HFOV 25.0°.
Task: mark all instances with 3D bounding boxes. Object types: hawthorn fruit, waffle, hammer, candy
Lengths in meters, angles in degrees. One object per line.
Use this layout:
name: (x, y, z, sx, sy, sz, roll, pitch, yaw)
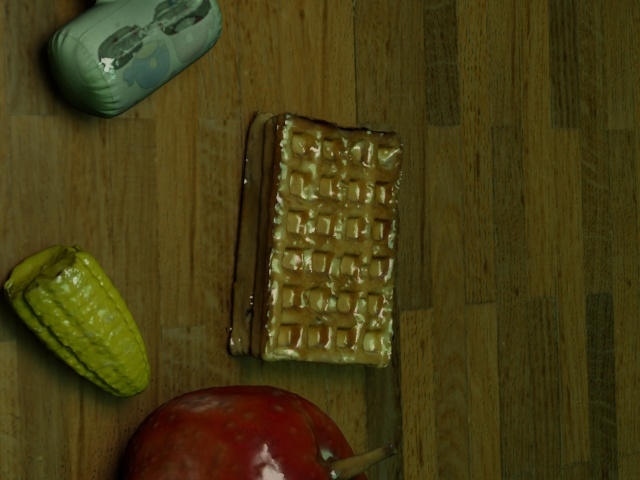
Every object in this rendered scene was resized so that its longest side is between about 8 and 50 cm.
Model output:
hawthorn fruit: (-0.058, 0.286, 1.604, 0.287, 0.330, 0.287, 45, 32, -38)
waffle: (-0.001, 0.000, 1.807, 0.212, 0.091, 0.308, 7, 86, -39)
hammer: (-0.263, -0.315, 1.600, 0.206, 0.119, 0.336, -40, 106, -32)
candy: (-0.256, 0.097, 1.602, 0.106, 0.094, 0.199, -32, 119, 3)
